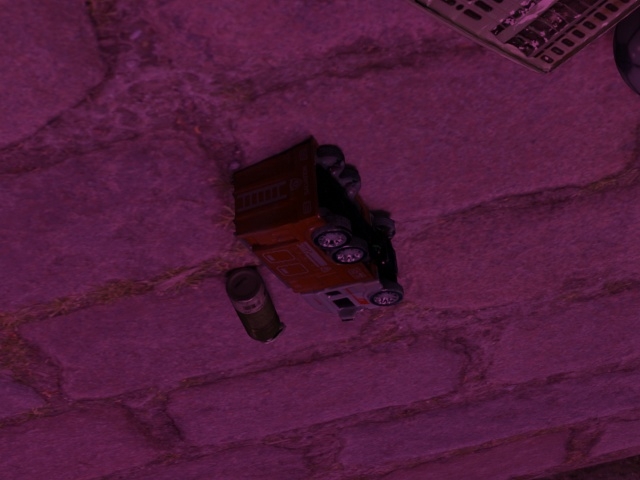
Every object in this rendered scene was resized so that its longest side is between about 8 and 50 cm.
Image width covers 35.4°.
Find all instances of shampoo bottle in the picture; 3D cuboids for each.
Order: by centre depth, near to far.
[{"bbox_3d":[-0.101,0.115,1.627,0.065,0.065,0.204,-14,150,2],"label":"shampoo bottle"}]

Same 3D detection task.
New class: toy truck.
[{"bbox_3d":[0.000,0.000,1.406,0.162,0.136,0.305,-16,148,18],"label":"toy truck"}]

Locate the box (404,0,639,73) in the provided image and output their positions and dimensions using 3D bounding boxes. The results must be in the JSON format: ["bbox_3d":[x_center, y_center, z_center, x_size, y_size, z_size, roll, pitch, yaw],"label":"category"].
[{"bbox_3d":[0.183,-0.300,0.940,0.290,0.166,0.220,17,138,-41],"label":"box"}]

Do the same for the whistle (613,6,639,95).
[{"bbox_3d":[0.415,-0.248,1.129,0.163,0.163,0.289,-11,150,-4],"label":"whistle"}]
